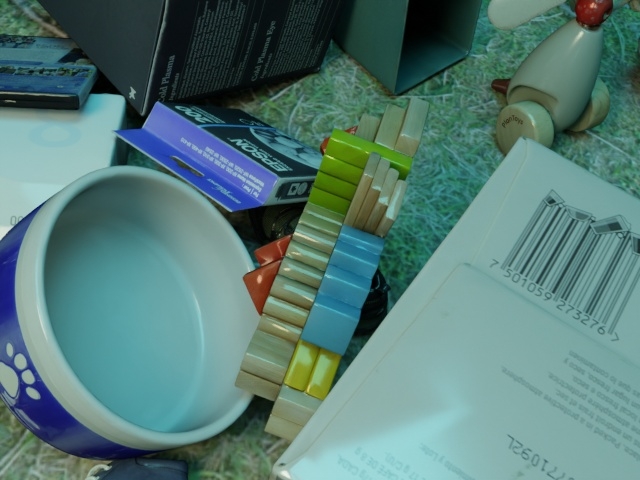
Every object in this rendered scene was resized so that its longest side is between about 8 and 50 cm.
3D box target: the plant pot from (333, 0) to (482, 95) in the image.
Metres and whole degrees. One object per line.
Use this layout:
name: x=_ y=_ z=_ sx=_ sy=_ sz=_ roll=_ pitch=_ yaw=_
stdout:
plant pot: x=0.095 y=-0.369 z=1.076 sx=0.165 sy=0.166 sz=0.234 roll=-33 pitch=60 yaw=-26

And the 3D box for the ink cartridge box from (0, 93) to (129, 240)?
ink cartridge box: x=-0.386 y=-0.030 z=0.774 sx=0.308 sy=0.091 sz=0.385 roll=3 pitch=41 yaw=-7

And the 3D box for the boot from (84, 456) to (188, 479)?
boot: x=-0.217 y=0.252 z=0.682 sx=0.190 sy=0.069 sz=0.086 roll=4 pitch=49 yaw=-15

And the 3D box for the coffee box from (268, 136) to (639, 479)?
coffee box: x=0.182 y=0.194 z=0.607 sx=0.337 sy=0.334 sz=0.338 roll=34 pitch=60 yaw=12

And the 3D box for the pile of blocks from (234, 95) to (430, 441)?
pile of blocks: x=0.000 y=0.000 z=0.692 sx=0.112 sy=0.149 sz=0.362 roll=21 pitch=65 yaw=0

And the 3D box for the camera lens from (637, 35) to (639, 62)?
camera lens: x=0.620 y=-0.267 z=1.043 sx=0.219 sy=0.219 sz=0.274 roll=-24 pitch=63 yaw=-22

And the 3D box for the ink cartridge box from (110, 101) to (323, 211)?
ink cartridge box: x=-0.099 y=-0.104 z=0.855 sx=0.206 sy=0.045 sz=0.208 roll=32 pitch=25 yaw=27

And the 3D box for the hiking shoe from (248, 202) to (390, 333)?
hiking shoe: x=0.002 y=-0.003 z=0.844 sx=0.086 sy=0.114 sz=0.227 roll=-36 pitch=68 yaw=-28

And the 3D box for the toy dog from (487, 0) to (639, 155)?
toy dog: x=0.312 y=-0.277 z=0.982 sx=0.220 sy=0.334 sz=0.161 roll=-5 pitch=36 yaw=-41

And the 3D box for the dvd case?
dvd case: x=-0.373 y=-0.219 z=0.922 sx=0.180 sy=0.022 sz=0.253 roll=1 pitch=29 yaw=-6

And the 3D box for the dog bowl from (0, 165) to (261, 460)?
dog bowl: x=-0.177 y=0.068 z=0.692 sx=0.265 sy=0.104 sz=0.265 roll=31 pitch=47 yaw=-40

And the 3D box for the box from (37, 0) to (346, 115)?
box: x=-0.189 y=-0.367 z=0.976 sx=0.312 sy=0.179 sz=0.343 roll=-27 pitch=63 yaw=-40
